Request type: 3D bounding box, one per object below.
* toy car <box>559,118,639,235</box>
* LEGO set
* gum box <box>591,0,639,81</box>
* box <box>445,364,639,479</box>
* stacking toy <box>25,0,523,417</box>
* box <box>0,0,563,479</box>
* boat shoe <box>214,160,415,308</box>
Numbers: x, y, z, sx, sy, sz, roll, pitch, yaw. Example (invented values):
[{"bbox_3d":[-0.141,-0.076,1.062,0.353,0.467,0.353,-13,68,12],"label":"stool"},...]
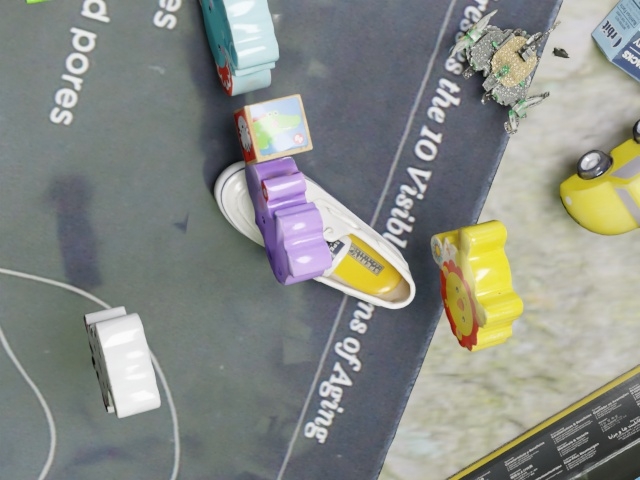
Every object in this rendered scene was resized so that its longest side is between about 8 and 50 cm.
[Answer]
[{"bbox_3d":[0.297,-0.076,0.989,0.225,0.053,0.239,14,121,-21],"label":"toy car"},{"bbox_3d":[0.080,-0.088,0.654,0.054,0.023,0.083,17,91,-24],"label":"LEGO set"},{"bbox_3d":[0.295,-0.156,0.993,0.157,0.041,0.184,29,114,-28],"label":"gum box"},{"bbox_3d":[0.217,0.256,1.233,0.322,0.079,0.257,-33,122,10],"label":"box"},{"bbox_3d":[-0.023,-0.049,0.604,0.167,0.052,0.221,-13,93,-15],"label":"stacking toy"},{"bbox_3d":[-0.198,-0.036,0.755,0.471,0.297,0.480,15,105,-20],"label":"box"},{"bbox_3d":[0.000,0.000,0.651,0.100,0.035,0.035,34,97,-25],"label":"boat shoe"}]
